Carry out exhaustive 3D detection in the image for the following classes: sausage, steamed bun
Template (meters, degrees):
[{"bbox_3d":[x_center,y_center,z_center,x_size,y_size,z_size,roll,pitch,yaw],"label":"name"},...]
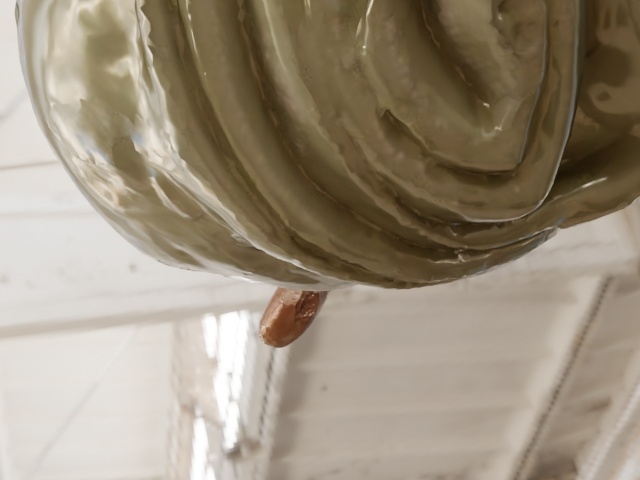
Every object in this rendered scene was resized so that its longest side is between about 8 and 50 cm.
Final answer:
[{"bbox_3d":[0.000,0.000,1.143,0.043,0.186,0.043,17,-26,9],"label":"sausage"},{"bbox_3d":[0.055,-0.109,0.585,0.324,0.219,0.310,-12,-56,-29],"label":"steamed bun"}]
